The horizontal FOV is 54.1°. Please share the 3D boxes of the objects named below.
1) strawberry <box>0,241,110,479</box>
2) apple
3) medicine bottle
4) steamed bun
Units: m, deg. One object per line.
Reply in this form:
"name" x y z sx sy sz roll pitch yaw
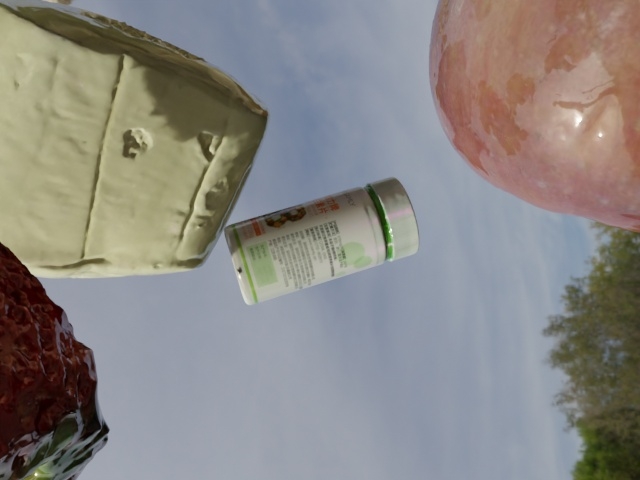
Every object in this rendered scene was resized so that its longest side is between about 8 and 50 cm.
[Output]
"strawberry" -0.380 0.132 0.599 0.310 0.292 0.291 40 -147 13
"apple" 0.219 -0.147 0.435 0.305 0.305 0.235 -40 -42 -53
"medicine bottle" 0.000 0.000 0.638 0.086 0.183 0.086 163 90 -82
"steamed bun" -0.338 -0.140 0.926 0.455 0.290 0.371 15 -71 -39
